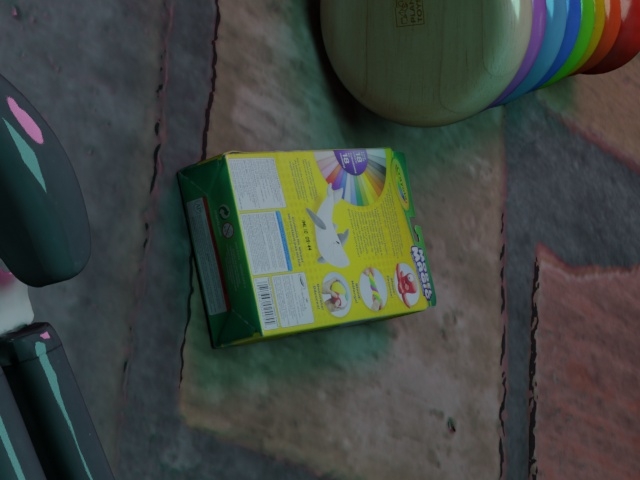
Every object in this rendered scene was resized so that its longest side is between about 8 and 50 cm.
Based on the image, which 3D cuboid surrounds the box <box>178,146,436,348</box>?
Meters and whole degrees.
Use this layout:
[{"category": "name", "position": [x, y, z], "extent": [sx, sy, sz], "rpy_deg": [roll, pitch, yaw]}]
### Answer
[{"category": "box", "position": [0.000, 0.000, 0.977], "extent": [0.179, 0.043, 0.105], "rpy_deg": [-5, 82, -50]}]

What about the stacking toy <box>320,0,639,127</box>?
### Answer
[{"category": "stacking toy", "position": [0.138, -0.159, 1.145], "extent": [0.330, 0.141, 0.141], "rpy_deg": [-15, 90, -58]}]

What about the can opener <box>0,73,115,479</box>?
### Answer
[{"category": "can opener", "position": [-0.128, 0.064, 0.749], "extent": [0.076, 0.095, 0.283], "rpy_deg": [-29, 100, -51]}]
